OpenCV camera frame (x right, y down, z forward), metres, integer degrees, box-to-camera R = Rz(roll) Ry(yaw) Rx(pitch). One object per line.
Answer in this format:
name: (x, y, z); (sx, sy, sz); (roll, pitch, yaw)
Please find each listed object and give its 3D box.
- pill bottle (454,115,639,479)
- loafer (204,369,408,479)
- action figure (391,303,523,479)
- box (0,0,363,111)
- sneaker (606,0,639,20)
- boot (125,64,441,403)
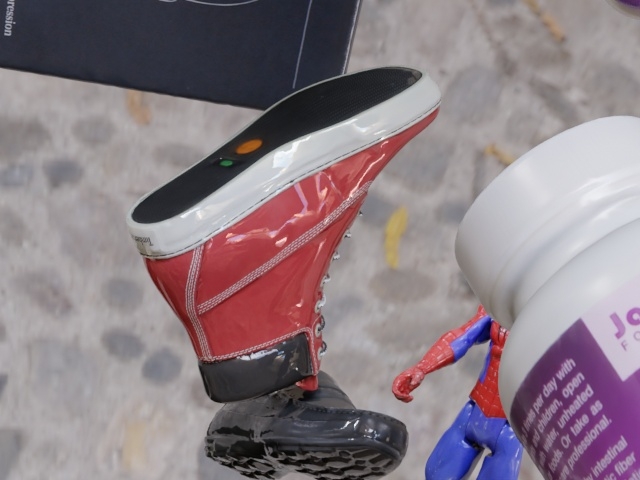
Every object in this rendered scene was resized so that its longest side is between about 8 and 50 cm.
pill bottle: (0.190, 0.089, 0.921); (0.169, 0.169, 0.301); (-21, 59, -19)
loafer: (-0.010, 0.127, 1.363); (0.076, 0.223, 0.078); (29, 72, -26)
action figure: (0.087, 0.127, 1.175); (0.091, 0.139, 0.280); (26, 102, 28)
box: (-0.150, -0.296, 1.541); (0.395, 0.293, 0.212); (10, 32, -5)
sneaker: (0.234, -0.264, 1.269); (0.095, 0.104, 0.236); (20, 96, 27)
boot: (0.000, 0.000, 1.319); (0.244, 0.088, 0.176); (-34, 117, -21)
